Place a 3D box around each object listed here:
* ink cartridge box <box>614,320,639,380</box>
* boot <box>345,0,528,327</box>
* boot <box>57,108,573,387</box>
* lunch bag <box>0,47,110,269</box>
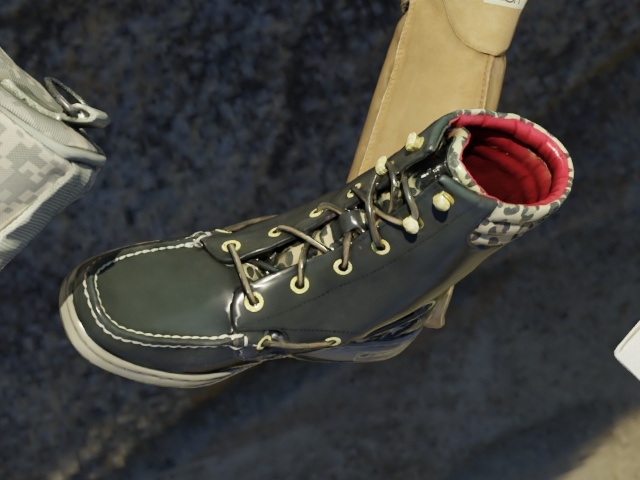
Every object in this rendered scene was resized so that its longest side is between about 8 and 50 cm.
[{"bbox_3d":[0.368,0.091,1.289,0.121,0.211,0.289,-51,167,20],"label":"ink cartridge box"},{"bbox_3d":[0.054,-0.104,1.186,0.089,0.236,0.269,10,104,-21],"label":"boot"},{"bbox_3d":[0.000,-0.002,0.867,0.236,0.085,0.178,0,150,-38],"label":"boot"},{"bbox_3d":[-0.277,-0.022,0.774,0.305,0.256,0.212,-46,168,4],"label":"lunch bag"}]
